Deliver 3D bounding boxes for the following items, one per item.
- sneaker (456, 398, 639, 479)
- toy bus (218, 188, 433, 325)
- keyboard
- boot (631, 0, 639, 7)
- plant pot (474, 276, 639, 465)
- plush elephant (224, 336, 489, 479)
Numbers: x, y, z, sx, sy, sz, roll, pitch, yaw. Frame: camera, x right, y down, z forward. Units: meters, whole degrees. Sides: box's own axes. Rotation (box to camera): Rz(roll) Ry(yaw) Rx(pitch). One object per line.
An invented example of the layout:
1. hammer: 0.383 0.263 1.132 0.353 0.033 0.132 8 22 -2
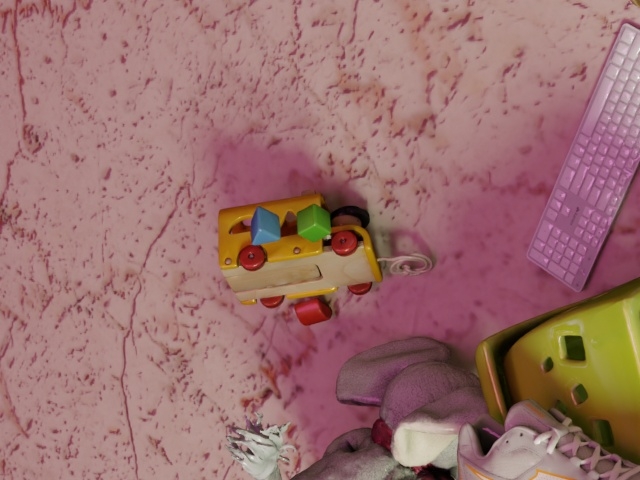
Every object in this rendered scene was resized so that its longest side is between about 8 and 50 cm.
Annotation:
1. sneaker: 0.194 0.186 1.106 0.262 0.099 0.121 -11 89 52
2. toy bus: -0.013 -0.001 1.505 0.191 0.202 0.104 -40 44 44
3. keyboard: 0.268 -0.075 1.327 0.072 0.014 0.256 34 118 29
4. boot: 0.240 -0.309 1.267 0.152 0.073 0.197 19 133 53
5. plant pot: 0.278 0.146 1.236 0.207 0.228 0.227 -18 89 47
6. plush elephant: 0.095 0.234 1.406 0.255 0.272 0.330 -36 112 2
